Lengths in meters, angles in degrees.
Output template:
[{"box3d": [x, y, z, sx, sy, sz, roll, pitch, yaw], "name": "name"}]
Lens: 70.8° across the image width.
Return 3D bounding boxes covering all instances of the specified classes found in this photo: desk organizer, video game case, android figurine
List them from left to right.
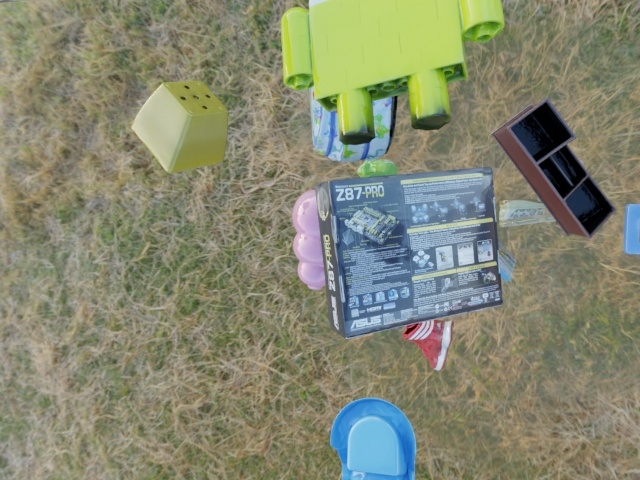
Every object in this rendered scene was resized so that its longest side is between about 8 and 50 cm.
[{"box3d": [0.070, -0.251, 0.508, 0.249, 0.056, 0.272, -5, 83, 23], "name": "android figurine"}, {"box3d": [0.551, 0.048, 1.389, 0.119, 0.166, 0.015, 50, 124, 4], "name": "video game case"}, {"box3d": [0.225, -0.066, 0.426, 0.047, 0.050, 0.130, -37, 91, 10], "name": "desk organizer"}]

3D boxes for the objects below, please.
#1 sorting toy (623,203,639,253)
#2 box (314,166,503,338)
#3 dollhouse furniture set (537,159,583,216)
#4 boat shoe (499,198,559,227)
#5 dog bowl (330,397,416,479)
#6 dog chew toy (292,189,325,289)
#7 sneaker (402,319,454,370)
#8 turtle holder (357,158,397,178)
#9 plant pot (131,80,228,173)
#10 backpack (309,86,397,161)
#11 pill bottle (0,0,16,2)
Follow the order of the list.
[{"box3d": [0.538, -0.005, 0.492, 0.348, 0.047, 0.195, 17, 97, 15], "name": "sorting toy"}, {"box3d": [0.199, 0.014, 0.970, 0.395, 0.097, 0.317, -8, 96, -19], "name": "box"}, {"box3d": [0.679, -0.142, 1.226, 0.123, 0.151, 0.143, -5, 97, 9], "name": "dollhouse furniture set"}, {"box3d": [0.686, -0.074, 1.348, 0.286, 0.105, 0.089, 5, 92, 20], "name": "boat shoe"}, {"box3d": [0.107, 0.458, 0.866, 0.166, 0.074, 0.296, -4, 73, 20], "name": "dog bowl"}, {"box3d": [0.000, 0.000, 1.511, 0.207, 0.207, 0.331, 8, 95, 21], "name": "dog chew toy"}, {"box3d": [0.295, 0.281, 1.263, 0.128, 0.087, 0.221, 11, 136, 14], "name": "sneaker"}, {"box3d": [0.129, -0.083, 1.289, 0.228, 0.244, 0.319, -16, 86, 55], "name": "turtle holder"}, {"box3d": [-0.402, -0.357, 1.352, 0.212, 0.212, 0.187, 49, 131, 13], "name": "plant pot"}, {"box3d": [0.079, -0.369, 1.094, 0.274, 0.290, 0.355, -19, 104, -6], "name": "backpack"}, {"box3d": [-0.362, -0.373, 0.486, 0.205, 0.361, 0.204, -1, 122, -1], "name": "pill bottle"}]
